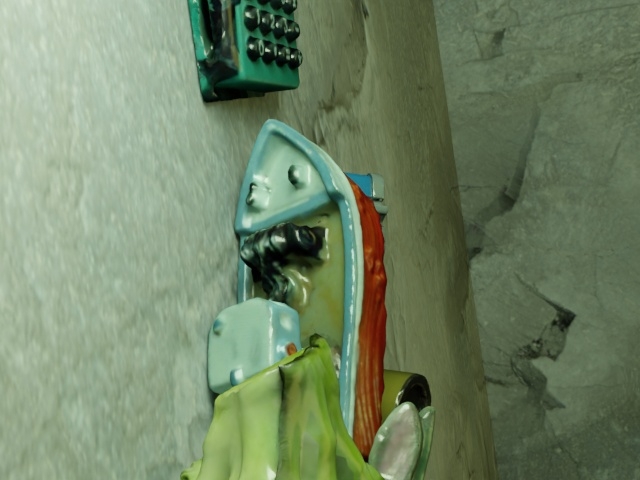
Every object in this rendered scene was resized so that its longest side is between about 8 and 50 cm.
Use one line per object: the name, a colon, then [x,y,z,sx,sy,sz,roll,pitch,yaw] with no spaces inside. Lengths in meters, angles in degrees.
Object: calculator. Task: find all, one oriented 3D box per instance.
calculator: [-0.075,-0.270,1.249,0.248,0.058,0.274,-17,102,-75]

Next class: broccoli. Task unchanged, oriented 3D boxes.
broccoli: [-0.039,0.195,0.847,0.288,0.248,0.245,-16,-94,59]

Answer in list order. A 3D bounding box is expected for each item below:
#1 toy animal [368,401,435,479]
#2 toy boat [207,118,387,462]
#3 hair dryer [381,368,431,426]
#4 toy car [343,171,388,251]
toy animal: [0.026,0.250,1.046,0.251,0.125,0.127,-54,168,11]
toy boat: [-0.030,0.042,1.148,0.133,0.145,0.331,26,54,-42]
hair dryer: [-0.002,0.233,1.238,0.278,0.135,0.090,-60,146,-39]
toy car: [0.000,0.000,1.320,0.191,0.100,0.097,130,-36,-60]
